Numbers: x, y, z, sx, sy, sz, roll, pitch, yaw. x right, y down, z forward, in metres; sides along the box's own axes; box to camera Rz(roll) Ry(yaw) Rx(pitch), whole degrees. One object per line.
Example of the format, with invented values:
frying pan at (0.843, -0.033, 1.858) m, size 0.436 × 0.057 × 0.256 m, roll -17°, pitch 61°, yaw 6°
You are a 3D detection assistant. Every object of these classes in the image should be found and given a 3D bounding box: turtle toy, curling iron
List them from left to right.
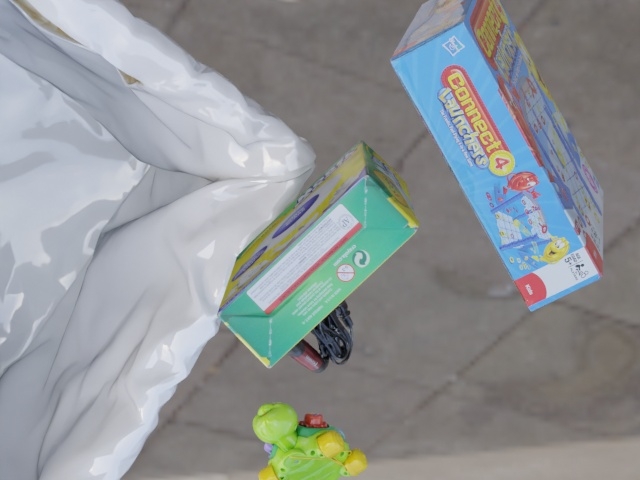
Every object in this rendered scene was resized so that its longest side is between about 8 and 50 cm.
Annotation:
curling iron at (-0.052, 0.046, 1.314) m, size 0.035 × 0.068 × 0.274 m, roll 0°, pitch 161°, yaw 34°
turtle toy at (-0.019, 0.203, 1.602) m, size 0.095 × 0.066 × 0.130 m, roll -31°, pitch 139°, yaw 13°

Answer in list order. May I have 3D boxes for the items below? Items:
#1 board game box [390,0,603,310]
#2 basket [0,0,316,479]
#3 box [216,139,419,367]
board game box at (0.202, -0.118, 1.772) m, size 0.086 × 0.308 × 0.302 m, roll -26°, pitch 103°, yaw 17°
basket at (-0.241, -0.013, 1.010) m, size 0.328 × 0.331 × 0.266 m, roll 33°, pitch 177°, yaw -16°
box at (0.000, 0.000, 0.870) m, size 0.105 × 0.179 × 0.043 m, roll -43°, pitch 95°, yaw 7°
